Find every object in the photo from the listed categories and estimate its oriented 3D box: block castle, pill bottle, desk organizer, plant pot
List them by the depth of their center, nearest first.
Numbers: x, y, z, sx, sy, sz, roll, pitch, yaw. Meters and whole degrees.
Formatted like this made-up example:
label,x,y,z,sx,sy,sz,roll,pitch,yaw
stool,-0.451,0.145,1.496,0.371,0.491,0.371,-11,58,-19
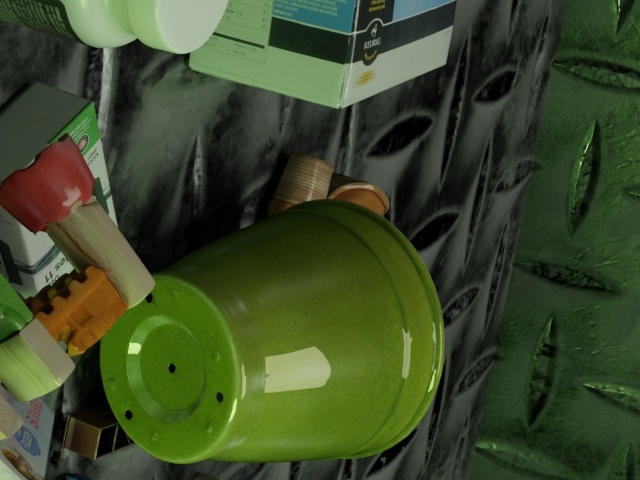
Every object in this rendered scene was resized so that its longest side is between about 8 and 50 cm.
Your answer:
label,x,y,z,sx,sy,sz,roll,pitch,yaw
block castle,-0.371,0.098,1.206,0.213,0.303,0.453,53,35,-10
pill bottle,-0.227,-0.264,1.340,0.162,0.278,0.162,-50,149,-44
desk organizer,-0.272,0.240,1.910,0.130,0.050,0.047,-13,118,-65
plant pot,-0.085,0.139,1.943,0.353,0.366,0.367,-9,114,-53

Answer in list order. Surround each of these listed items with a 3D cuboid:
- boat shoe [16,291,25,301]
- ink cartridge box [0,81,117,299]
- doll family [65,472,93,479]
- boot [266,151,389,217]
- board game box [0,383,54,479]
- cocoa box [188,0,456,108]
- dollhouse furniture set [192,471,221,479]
label,x,y,z,sx,sy,sz,roll,pitch,yaw
boat shoe,-0.406,0.136,1.461,0.302,0.091,0.114,-56,152,-36
ink cartridge box,-0.300,-0.037,1.589,0.153,0.086,0.208,-53,152,-38
doll family,-0.324,0.374,1.796,0.263,0.118,0.163,29,79,-68
boot,0.000,0.000,2.292,0.283,0.109,0.220,22,84,-66
board game box,-0.372,0.275,1.311,0.318,0.066,0.318,-44,-170,-1
cocoa box,0.019,-0.333,1.931,0.347,0.231,0.228,-30,133,-59
dollhouse furniture set,-0.053,0.545,2.196,0.256,0.394,0.362,-63,156,-22
